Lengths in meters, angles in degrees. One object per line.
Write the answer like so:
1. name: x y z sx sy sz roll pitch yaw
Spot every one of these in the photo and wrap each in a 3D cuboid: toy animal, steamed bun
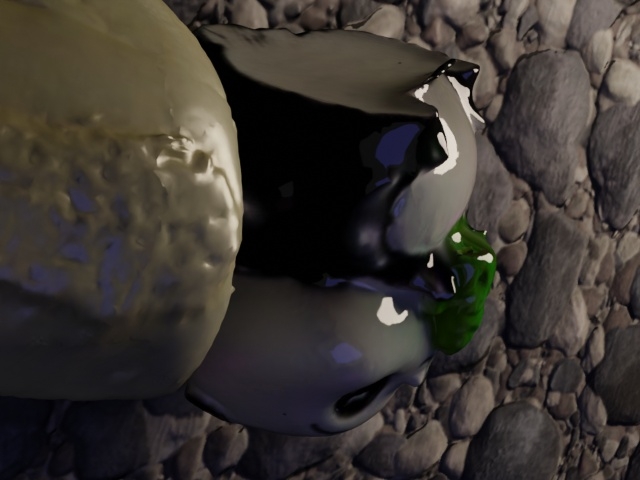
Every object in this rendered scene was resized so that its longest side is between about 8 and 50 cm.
1. toy animal: 0.009 0.002 0.855 0.212 0.212 0.267 -15 116 -31
2. steamed bun: -0.188 -0.062 0.674 0.290 0.273 0.272 5 93 -43
